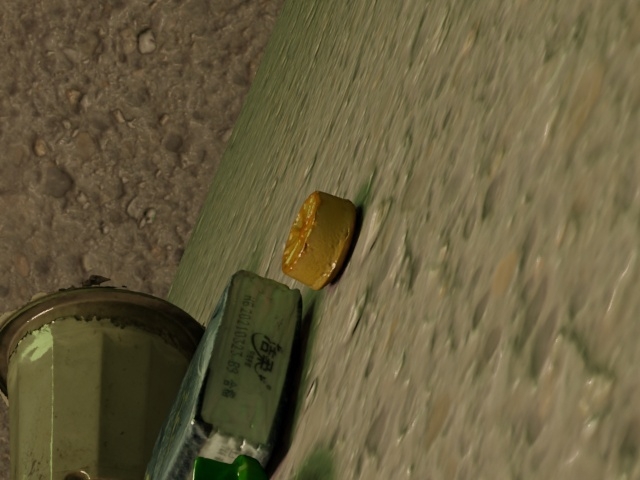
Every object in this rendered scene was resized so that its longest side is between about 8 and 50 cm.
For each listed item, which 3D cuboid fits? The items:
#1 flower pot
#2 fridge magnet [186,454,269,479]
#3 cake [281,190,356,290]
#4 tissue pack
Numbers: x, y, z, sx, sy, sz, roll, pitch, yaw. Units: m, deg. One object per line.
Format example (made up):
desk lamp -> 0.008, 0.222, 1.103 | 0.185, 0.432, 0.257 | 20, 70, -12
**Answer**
flower pot -> -0.259, 0.232, 1.445 | 0.259, 0.290, 0.290 | -98, 27, -43
fridge magnet -> -0.080, 0.248, 0.837 | 0.208, 0.088, 0.208 | -166, 90, -82
cake -> 0.000, 0.000, 1.043 | 0.084, 0.044, 0.084 | -160, 90, -79
tissue pack -> -0.097, 0.177, 1.109 | 0.185, 0.081, 0.257 | -80, 13, -47
